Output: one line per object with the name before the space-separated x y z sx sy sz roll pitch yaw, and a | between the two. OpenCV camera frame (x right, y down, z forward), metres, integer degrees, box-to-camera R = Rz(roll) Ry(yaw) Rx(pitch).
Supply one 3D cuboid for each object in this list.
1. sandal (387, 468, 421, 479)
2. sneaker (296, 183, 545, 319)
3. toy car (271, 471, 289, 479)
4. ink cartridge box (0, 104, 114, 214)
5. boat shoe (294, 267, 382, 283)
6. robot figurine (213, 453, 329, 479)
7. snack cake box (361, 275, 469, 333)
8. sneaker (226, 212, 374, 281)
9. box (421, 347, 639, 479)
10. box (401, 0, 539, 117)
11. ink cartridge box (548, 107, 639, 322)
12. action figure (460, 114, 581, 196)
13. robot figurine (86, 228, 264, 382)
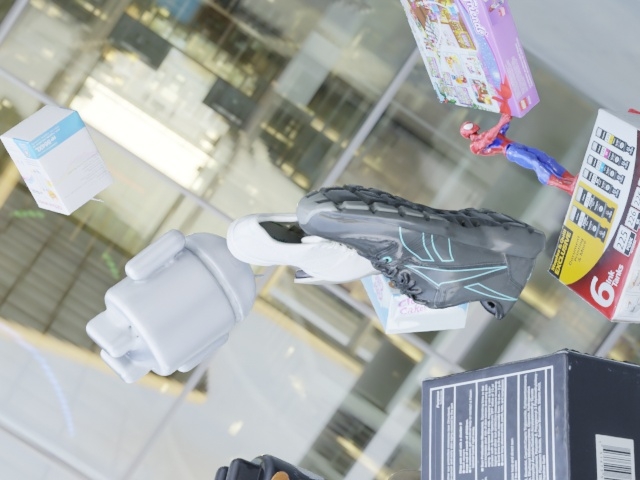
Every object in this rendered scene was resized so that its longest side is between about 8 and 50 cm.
sandal | 0.201 0.439 2.053 0.180 0.072 0.049 21 150 8
sneaker | 0.097 0.014 1.163 0.267 0.106 0.101 11 -167 -23
toy car | -0.071 0.505 1.977 0.210 0.219 0.238 6 -110 -51
ink cartridge box | -0.373 -0.109 1.719 0.092 0.090 0.143 14 135 49
boat shoe | 0.043 0.029 1.860 0.206 0.065 0.075 -13 169 38
robot figurine | -0.064 0.493 2.184 0.278 0.174 0.209 27 -177 -18
snack cake box | 0.163 0.063 2.229 0.152 0.089 0.264 -2 -150 -14
sneaker | 0.000 0.000 1.442 0.212 0.080 0.094 3 163 -24
box | 0.294 0.324 1.641 0.182 0.296 0.294 14 160 -34
box | 0.243 -0.355 2.029 0.201 0.057 0.293 20 144 48
ink cartridge box | 0.515 -0.053 2.040 0.130 0.309 0.272 5 -160 -25
action figure | 0.373 -0.190 2.165 0.280 0.139 0.091 25 -155 36
robot figurine | -0.269 0.118 2.289 0.200 0.353 0.300 35 153 42
